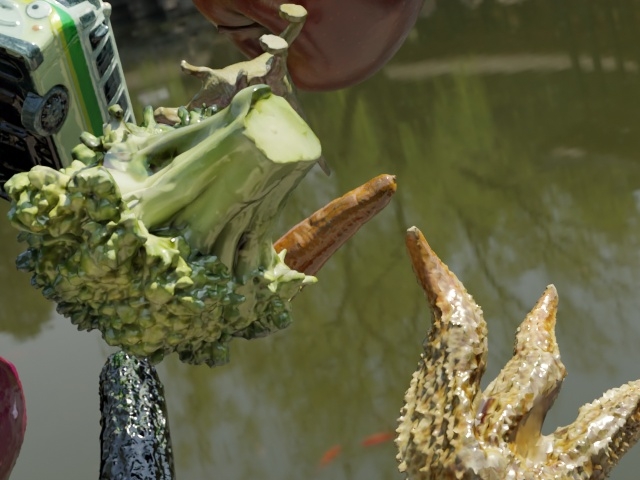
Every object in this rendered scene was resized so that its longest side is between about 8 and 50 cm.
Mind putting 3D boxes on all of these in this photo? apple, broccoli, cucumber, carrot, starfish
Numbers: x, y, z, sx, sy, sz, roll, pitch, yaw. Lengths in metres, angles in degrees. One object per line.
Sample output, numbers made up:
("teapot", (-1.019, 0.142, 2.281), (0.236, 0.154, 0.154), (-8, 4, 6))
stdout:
("apple", (0.000, -0.334, 1.604), (0.288, 0.288, 0.317), (2, 48, 52))
("broccoli", (-0.106, -0.038, 1.040), (0.243, 0.263, 0.247), (-37, 39, 40))
("cucumber", (-0.169, 0.188, 1.207), (0.072, 0.072, 0.300), (-15, 36, 2))
("carrot", (0.000, 0.000, 1.354), (0.209, 0.061, 0.061), (-41, 3, 23))
("starfish", (0.129, 0.141, 0.820), (0.084, 0.301, 0.294), (-43, 20, 58))

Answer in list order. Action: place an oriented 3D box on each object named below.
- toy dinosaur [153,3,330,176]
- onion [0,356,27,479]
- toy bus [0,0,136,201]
("toy dinosaur", (-0.060, -0.161, 1.482), (0.251, 0.200, 0.072), (-7, 49, -41))
("onion", (-0.520, 0.124, 1.552), (0.398, 0.420, 0.398), (14, -9, 2))
("toy bus", (-0.284, -0.156, 1.392), (0.133, 0.276, 0.165), (22, 57, 19))
